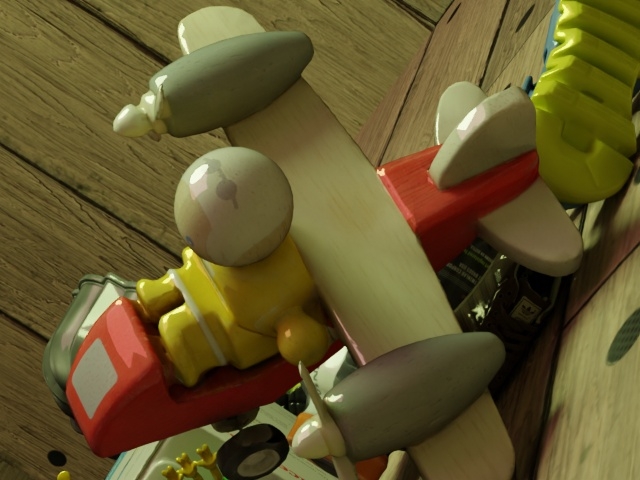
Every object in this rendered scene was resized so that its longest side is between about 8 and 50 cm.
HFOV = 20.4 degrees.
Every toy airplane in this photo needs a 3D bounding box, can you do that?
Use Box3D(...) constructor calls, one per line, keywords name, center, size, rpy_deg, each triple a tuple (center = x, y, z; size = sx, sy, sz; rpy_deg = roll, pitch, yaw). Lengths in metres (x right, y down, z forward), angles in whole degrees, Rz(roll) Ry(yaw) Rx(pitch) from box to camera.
Box3D(name="toy airplane", center=(0.000, 0.000, 1.338), size=(0.272, 0.386, 0.384), rpy_deg=(41, -119, -56))

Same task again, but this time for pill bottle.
Box3D(name="pill bottle", center=(0.067, 0.092, 1.544), size=(0.246, 0.130, 0.130), rpy_deg=(-59, 6, -15))

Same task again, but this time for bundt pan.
Box3D(name="bundt pan", center=(-0.185, 0.190, 2.039), size=(0.124, 0.331, 0.331), rpy_deg=(-52, 3, -24))

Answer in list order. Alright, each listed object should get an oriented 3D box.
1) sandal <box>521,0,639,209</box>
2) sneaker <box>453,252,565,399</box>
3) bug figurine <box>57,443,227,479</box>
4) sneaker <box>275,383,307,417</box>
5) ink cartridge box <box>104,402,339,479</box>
Box3D(name="sandal", center=(0.228, -0.143, 1.536), size=(0.317, 0.126, 0.138), rpy_deg=(-59, 2, -29))
Box3D(name="sneaker", center=(0.142, 0.063, 1.407), size=(0.188, 0.066, 0.071), rpy_deg=(-61, 10, -23))
Box3D(name="bug figurine", center=(-0.123, 0.306, 1.481), size=(0.216, 0.279, 0.072), rpy_deg=(-27, -11, 4))
Box3D(name="sneaker", center=(-0.061, 0.267, 1.898), size=(0.300, 0.111, 0.121), rpy_deg=(-52, -6, 17))
Box3D(name="ink cartridge box", center=(-0.097, 0.259, 1.669), size=(0.197, 0.198, 0.270), rpy_deg=(-56, 6, 6))
